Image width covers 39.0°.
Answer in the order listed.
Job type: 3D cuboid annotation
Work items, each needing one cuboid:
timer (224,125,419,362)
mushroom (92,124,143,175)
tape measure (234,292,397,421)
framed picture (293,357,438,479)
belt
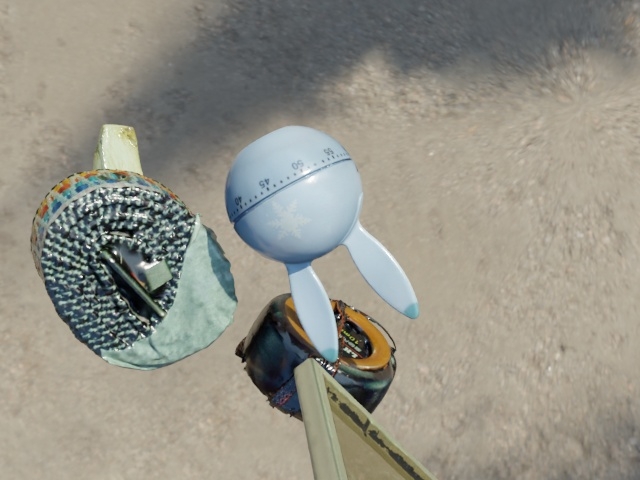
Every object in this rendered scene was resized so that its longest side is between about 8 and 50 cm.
[{"bbox_3d":[-0.004,-0.014,1.049,0.175,0.175,0.255,-29,110,18],"label":"timer"},{"bbox_3d":[-0.297,0.000,1.329,0.107,0.087,0.333,19,108,49],"label":"mushroom"},{"bbox_3d":[-0.003,0.161,1.218,0.202,0.223,0.135,36,110,12],"label":"tape measure"},{"bbox_3d":[0.104,0.257,0.626,0.022,0.247,0.335,-36,120,12],"label":"framed picture"},{"bbox_3d":[-0.225,0.034,1.095,0.207,0.150,0.257,-41,117,-6],"label":"belt"}]
